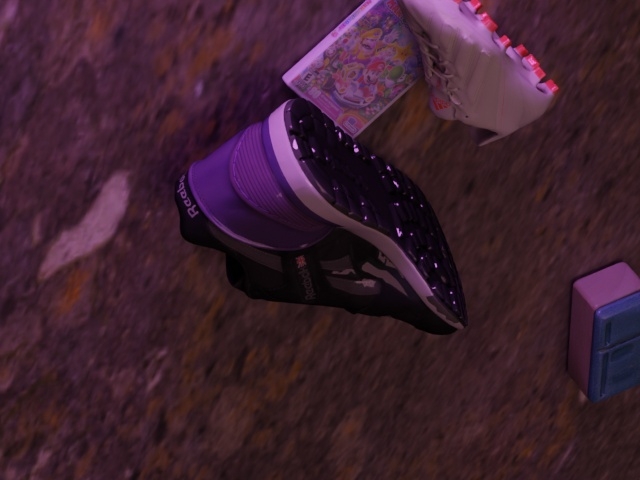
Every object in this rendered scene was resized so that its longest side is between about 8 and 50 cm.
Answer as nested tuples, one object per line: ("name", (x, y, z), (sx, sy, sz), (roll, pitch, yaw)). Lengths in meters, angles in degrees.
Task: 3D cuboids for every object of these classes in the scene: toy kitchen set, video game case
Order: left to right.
("video game case", (0.042, -0.130, 1.317), (0.122, 0.011, 0.087), (-42, 139, 8))
("toy kitchen set", (0.340, 0.090, 1.615), (0.207, 0.166, 0.122), (-22, 139, -15))

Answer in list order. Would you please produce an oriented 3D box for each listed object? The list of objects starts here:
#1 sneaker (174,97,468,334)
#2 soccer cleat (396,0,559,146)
("sneaker", (0.000, 0.000, 1.370), (0.124, 0.107, 0.283), (-26, 143, 20))
("soccer cleat", (0.095, -0.120, 1.304), (0.076, 0.068, 0.196), (-40, 143, 11))
